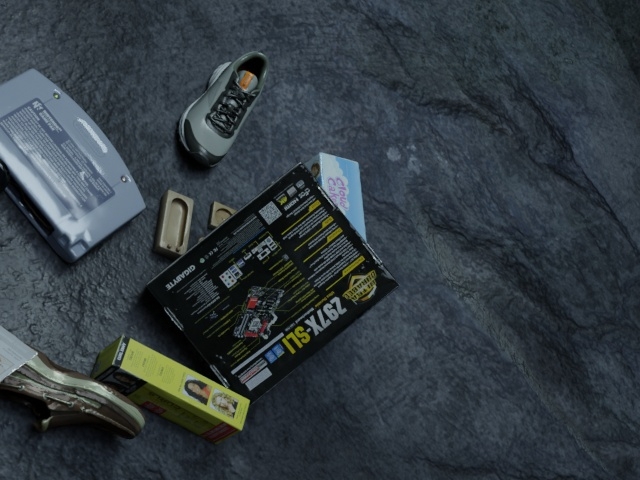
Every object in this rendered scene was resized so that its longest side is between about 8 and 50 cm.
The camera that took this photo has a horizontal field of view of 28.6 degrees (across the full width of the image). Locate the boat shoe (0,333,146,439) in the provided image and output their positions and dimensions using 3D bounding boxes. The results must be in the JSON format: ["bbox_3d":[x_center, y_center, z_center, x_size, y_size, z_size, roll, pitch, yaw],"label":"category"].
[{"bbox_3d":[-0.379,0.234,1.800,0.257,0.095,0.095,30,62,-13],"label":"boat shoe"}]

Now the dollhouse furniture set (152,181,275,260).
[{"bbox_3d":[-0.174,-0.039,2.088,0.151,0.123,0.144,24,52,-26],"label":"dollhouse furniture set"}]

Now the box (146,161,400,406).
[{"bbox_3d":[-0.077,0.070,2.008,0.322,0.079,0.257,-39,94,-4],"label":"box"}]

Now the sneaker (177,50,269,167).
[{"bbox_3d":[-0.168,-0.241,2.226,0.100,0.108,0.271,37,49,-18],"label":"sneaker"}]

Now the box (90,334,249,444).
[{"bbox_3d":[-0.228,0.229,1.917,0.232,0.087,0.058,31,52,-22],"label":"box"}]

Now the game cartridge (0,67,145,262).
[{"bbox_3d":[-0.420,-0.125,1.995,0.294,0.060,0.196,52,49,-2],"label":"game cartridge"}]

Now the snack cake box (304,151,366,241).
[{"bbox_3d":[0.000,0.000,2.185,0.089,0.152,0.264,14,57,-32],"label":"snack cake box"}]

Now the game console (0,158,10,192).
[{"bbox_3d":[-0.629,-0.092,1.734,0.293,0.250,0.173,45,19,-8],"label":"game console"}]

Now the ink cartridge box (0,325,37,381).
[{"bbox_3d":[-0.525,0.173,1.696,0.181,0.056,0.224,34,37,14],"label":"ink cartridge box"}]
